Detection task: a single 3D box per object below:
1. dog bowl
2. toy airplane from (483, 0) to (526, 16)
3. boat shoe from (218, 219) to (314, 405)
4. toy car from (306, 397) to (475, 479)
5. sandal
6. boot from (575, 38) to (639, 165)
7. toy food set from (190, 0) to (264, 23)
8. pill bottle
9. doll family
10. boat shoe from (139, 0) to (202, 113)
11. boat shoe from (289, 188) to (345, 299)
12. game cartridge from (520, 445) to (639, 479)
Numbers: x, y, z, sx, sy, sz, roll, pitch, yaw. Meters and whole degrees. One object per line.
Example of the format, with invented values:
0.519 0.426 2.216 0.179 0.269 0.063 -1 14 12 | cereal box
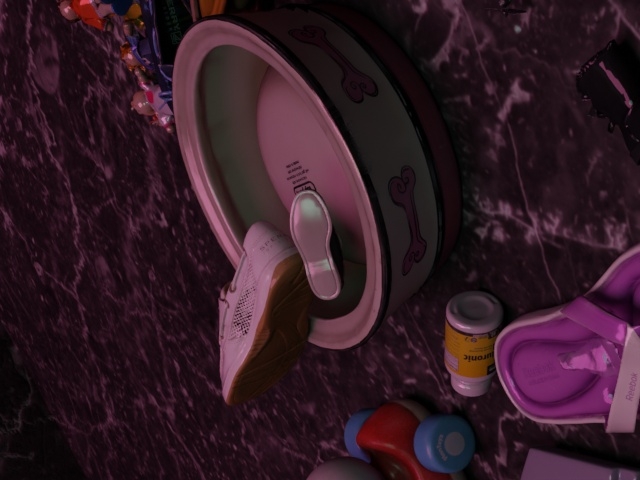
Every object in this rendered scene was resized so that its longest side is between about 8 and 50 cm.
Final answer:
0.000 -0.087 1.760 0.408 0.150 0.408 41 145 37 | dog bowl
0.167 -0.276 1.409 0.151 0.028 0.151 26 129 37 | toy airplane
-0.072 0.082 1.778 0.096 0.098 0.277 49 141 26 | boat shoe
0.064 0.334 1.924 0.219 0.238 0.210 -5 109 62 | toy car
0.277 0.119 1.499 0.169 0.102 0.416 60 153 6 | sandal
0.277 -0.132 1.344 0.099 0.045 0.121 58 154 17 | boot
-0.101 -0.318 1.837 0.218 0.071 0.128 113 150 -54 | toy food set
0.172 0.118 1.730 0.065 0.065 0.116 40 146 38 | pill bottle
-0.243 -0.278 2.097 0.163 0.118 0.263 2 133 54 | doll family
-0.179 -0.229 1.974 0.089 0.109 0.258 -109 -6 -72 | boat shoe
0.000 0.000 1.630 0.046 0.038 0.125 -11 111 18 | boat shoe
0.277 0.378 1.670 0.196 0.060 0.294 6 92 56 | game cartridge
